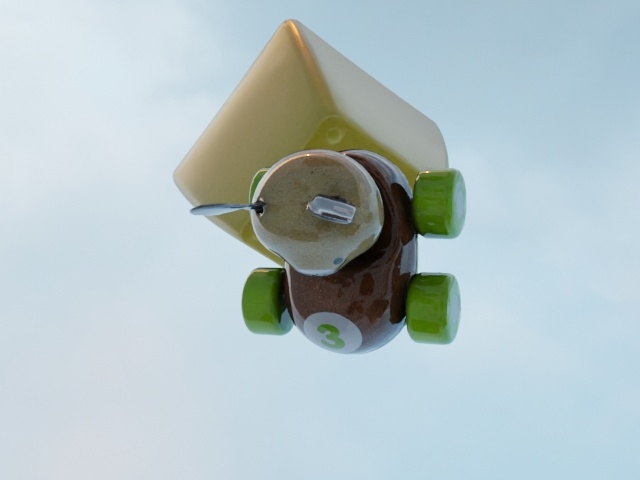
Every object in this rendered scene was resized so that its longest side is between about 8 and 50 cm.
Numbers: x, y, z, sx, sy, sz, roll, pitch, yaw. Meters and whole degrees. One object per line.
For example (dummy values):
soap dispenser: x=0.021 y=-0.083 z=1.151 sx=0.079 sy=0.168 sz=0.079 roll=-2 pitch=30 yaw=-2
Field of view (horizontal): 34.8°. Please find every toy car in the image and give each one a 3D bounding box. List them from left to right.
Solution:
toy car: x=0.000 y=0.000 z=0.681 sx=0.155 sy=0.188 sz=0.149 roll=1 pitch=-97 yaw=21

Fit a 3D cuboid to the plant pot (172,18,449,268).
plant pot: x=0.005 y=-0.056 z=1.000 sx=0.212 sy=0.212 sz=0.187 roll=-52 pitch=-157 yaw=12
